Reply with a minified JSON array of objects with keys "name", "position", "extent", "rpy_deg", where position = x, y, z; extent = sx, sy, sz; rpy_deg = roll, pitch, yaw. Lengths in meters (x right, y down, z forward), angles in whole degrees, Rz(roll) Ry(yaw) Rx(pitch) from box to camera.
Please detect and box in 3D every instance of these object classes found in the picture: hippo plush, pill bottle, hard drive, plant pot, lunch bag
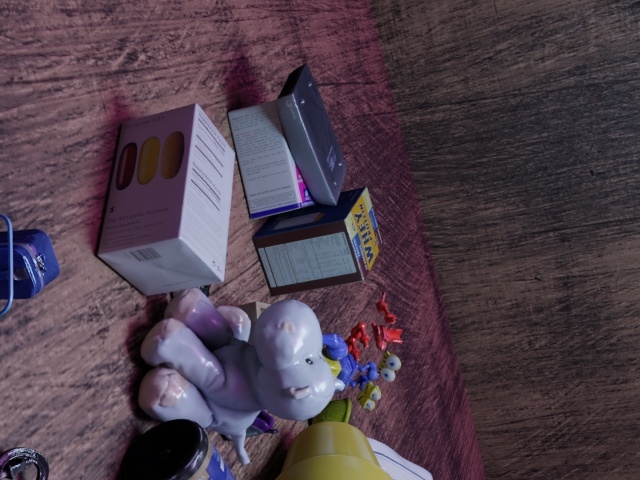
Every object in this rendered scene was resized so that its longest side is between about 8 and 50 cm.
[{"name":"hippo plush","position":[-0.110,0.202,1.249],"extent":[0.234,0.237,0.294],"rpy_deg":[0,80,-57]},{"name":"pill bottle","position":[-0.175,0.366,1.206],"extent":[0.122,0.123,0.219],"rpy_deg":[-75,147,-51]},{"name":"hard drive","position":[-0.017,-0.210,1.720],"extent":[0.172,0.054,0.254],"rpy_deg":[-74,147,-54]},{"name":"plant pot","position":[0.023,0.462,1.551],"extent":[0.239,0.254,0.253],"rpy_deg":[-93,164,-66]},{"name":"lunch bag","position":[-0.346,0.030,0.954],"extent":[0.065,0.099,0.067],"rpy_deg":[-56,137,-59]}]

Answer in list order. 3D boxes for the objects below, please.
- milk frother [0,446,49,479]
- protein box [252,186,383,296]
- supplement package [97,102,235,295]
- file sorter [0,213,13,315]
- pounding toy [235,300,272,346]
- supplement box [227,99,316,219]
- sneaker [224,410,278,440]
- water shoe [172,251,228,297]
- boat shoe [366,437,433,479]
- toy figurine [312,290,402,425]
[{"name":"milk frother","position":[-0.285,0.300,0.923],"extent":[0.129,0.135,0.143],"rpy_deg":[-63,138,-61]},{"name":"protein box","position":[0.000,0.000,1.763],"extent":[0.200,0.201,0.135],"rpy_deg":[-56,132,-63]},{"name":"supplement package","position":[-0.224,-0.061,1.278],"extent":[0.134,0.139,0.244],"rpy_deg":[54,30,-52]},{"name":"file sorter","position":[-0.394,0.017,0.823],"extent":[0.170,0.105,0.118],"rpy_deg":[27,55,-66]},{"name":"pounding toy","position":[-0.109,0.192,1.550],"extent":[0.141,0.100,0.130],"rpy_deg":[20,60,-55]},{"name":"supplement box","position":[-0.097,-0.164,1.723],"extent":[0.111,0.114,0.219],"rpy_deg":[-21,98,-70]},{"name":"sneaker","position":[-0.132,0.224,1.437],"extent":[0.083,0.098,0.223],"rpy_deg":[-30,108,-69]},{"name":"water shoe","position":[-0.195,0.033,1.392],"extent":[0.073,0.080,0.203],"rpy_deg":[33,49,-63]},{"name":"boat shoe","position":[0.116,0.533,1.785],"extent":[0.367,0.136,0.156],"rpy_deg":[37,33,-37]},{"name":"toy figurine","position":[-0.011,0.257,1.719],"extent":[0.191,0.217,0.362],"rpy_deg":[-101,-150,-44]}]
